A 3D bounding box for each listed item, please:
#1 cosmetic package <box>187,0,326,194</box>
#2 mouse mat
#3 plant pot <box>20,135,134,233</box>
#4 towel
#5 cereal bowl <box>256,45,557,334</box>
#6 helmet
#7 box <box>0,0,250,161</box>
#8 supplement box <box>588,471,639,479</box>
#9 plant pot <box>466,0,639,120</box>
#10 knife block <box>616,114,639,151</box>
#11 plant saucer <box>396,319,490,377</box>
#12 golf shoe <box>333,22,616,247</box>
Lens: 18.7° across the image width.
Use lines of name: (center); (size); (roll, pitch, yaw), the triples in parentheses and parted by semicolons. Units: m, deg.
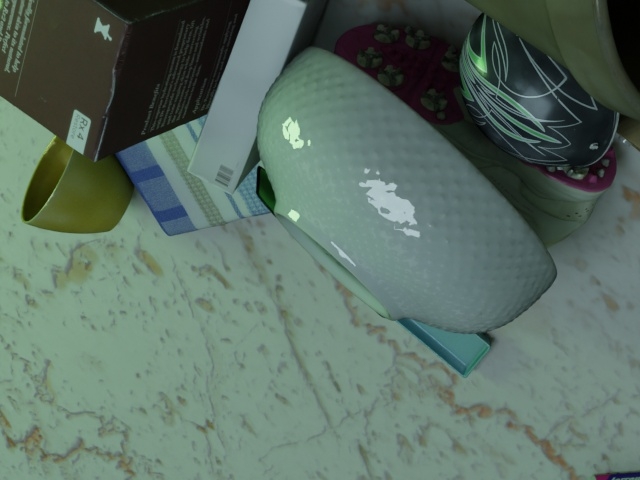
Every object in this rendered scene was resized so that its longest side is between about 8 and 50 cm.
cosmetic package: (-0.061, -0.171, 1.974); (0.060, 0.099, 0.239); (28, 123, 7)
mouse mat: (0.000, 0.000, 2.038); (0.190, 0.152, 0.007); (43, 100, -10)
plant pot: (-0.273, -0.061, 2.253); (0.095, 0.134, 0.134); (26, 142, -22)
towel: (-0.123, -0.116, 2.148); (0.285, 0.034, 0.209); (-15, 111, 44)
cereal bowl: (0.060, -0.024, 1.878); (0.339, 0.141, 0.339); (42, 175, 5)
helmet: (0.208, -0.149, 1.773); (0.169, 0.161, 0.169); (20, 132, 24)
box: (-0.206, -0.214, 1.982); (0.167, 0.203, 0.168); (35, 125, 22)
supplement box: (0.304, 0.351, 2.044); (0.111, 0.220, 0.114); (-12, 112, 42)
plant pot: (0.231, -0.271, 1.588); (0.280, 0.323, 0.323); (22, 135, 44)
knife block: (0.403, -0.132, 1.693); (0.088, 0.242, 0.275); (37, -174, -22)
plant saucer: (0.102, 0.070, 2.131); (0.192, 0.018, 0.067); (39, 137, 5)
golf shoe: (0.136, -0.098, 1.909); (0.306, 0.115, 0.140); (33, 139, 14)
